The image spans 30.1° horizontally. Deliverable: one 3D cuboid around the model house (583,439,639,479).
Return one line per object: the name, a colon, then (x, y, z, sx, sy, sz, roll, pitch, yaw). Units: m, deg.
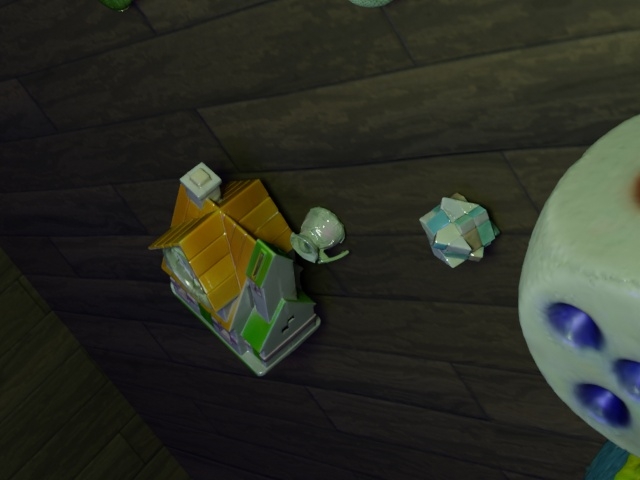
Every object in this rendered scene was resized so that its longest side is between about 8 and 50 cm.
model house: (0.424, 0.239, 1.243, 0.215, 0.237, 0.303, 37, 151, 10)

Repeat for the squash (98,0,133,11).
squash: (-0.273, -0.379, 1.508, 0.077, 0.068, 0.219, 43, 156, 21)

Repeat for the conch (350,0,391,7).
conch: (0.059, -0.273, 1.207, 0.085, 0.056, 0.076, 11, 123, 17)

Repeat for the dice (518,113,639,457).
dice: (0.346, 0.039, 1.028, 0.243, 0.259, 0.251, 19, 145, 43)

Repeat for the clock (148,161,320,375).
clock: (-0.135, 0.029, 1.771, 0.235, 0.166, 0.309, 41, 158, 23)

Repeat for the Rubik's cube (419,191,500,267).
Rubik's cube: (0.165, -0.011, 1.412, 0.084, 0.075, 0.073, 46, 177, -37)

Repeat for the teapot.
teapot: (0.000, 0.000, 1.682, 0.083, 0.064, 0.064, 49, 154, -11)
